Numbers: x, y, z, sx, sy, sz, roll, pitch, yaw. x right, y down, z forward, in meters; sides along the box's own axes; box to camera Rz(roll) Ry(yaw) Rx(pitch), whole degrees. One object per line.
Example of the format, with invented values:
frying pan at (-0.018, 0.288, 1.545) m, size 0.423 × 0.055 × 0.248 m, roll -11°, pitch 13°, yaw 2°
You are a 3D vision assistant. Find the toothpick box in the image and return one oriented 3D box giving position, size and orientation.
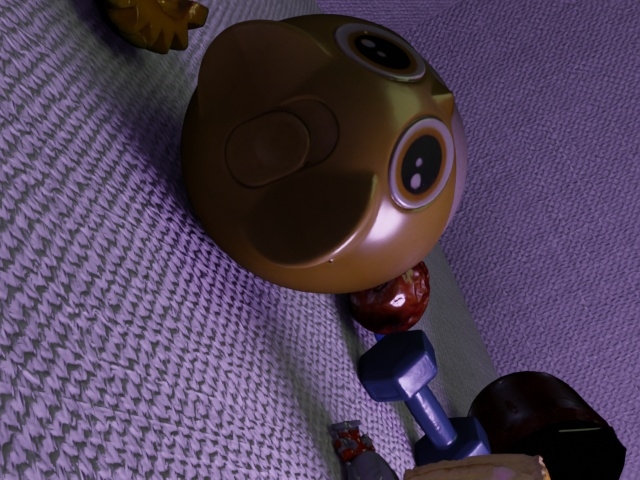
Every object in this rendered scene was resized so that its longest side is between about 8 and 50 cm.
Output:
toothpick box at (0.010, -0.125, 1.485) m, size 0.409 × 0.409 × 0.425 m, roll 65°, pitch 16°, yaw 7°

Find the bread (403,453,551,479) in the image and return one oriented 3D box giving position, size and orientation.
bread at (0.267, 0.494, 1.505) m, size 0.165 × 0.237 × 0.375 m, roll -54°, pitch 127°, yaw -63°

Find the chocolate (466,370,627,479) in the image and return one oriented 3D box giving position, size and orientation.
chocolate at (0.516, 0.488, 2.538) m, size 0.383 × 0.384 × 0.331 m, roll 52°, pitch 4°, yaw -42°

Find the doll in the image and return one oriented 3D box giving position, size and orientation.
doll at (0.072, 0.347, 1.561) m, size 0.094 × 0.079 × 0.180 m, roll 4°, pitch 45°, yaw -40°

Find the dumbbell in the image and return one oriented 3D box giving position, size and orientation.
dumbbell at (0.204, 0.327, 1.982) m, size 0.325 × 0.144 × 0.160 m, roll 58°, pitch 11°, yaw -25°

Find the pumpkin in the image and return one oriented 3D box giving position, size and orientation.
pumpkin at (-0.289, -0.347, 1.512) m, size 0.254 × 0.149 × 0.130 m, roll 29°, pitch 76°, yaw -66°

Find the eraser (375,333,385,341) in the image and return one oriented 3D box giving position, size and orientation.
eraser at (0.145, 0.224, 2.222) m, size 0.063 × 0.027 × 0.084 m, roll 32°, pitch 34°, yaw -66°

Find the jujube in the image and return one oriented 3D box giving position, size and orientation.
jujube at (0.134, 0.099, 2.093) m, size 0.183 × 0.183 × 0.243 m, roll 67°, pitch 11°, yaw 15°
